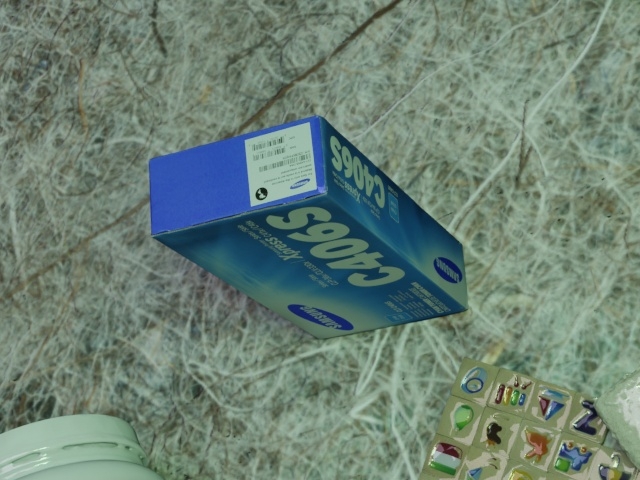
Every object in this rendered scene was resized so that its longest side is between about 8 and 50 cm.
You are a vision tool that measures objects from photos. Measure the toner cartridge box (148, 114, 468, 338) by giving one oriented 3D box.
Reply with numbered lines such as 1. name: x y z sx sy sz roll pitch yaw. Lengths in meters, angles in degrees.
1. toner cartridge box: 0.000 0.000 1.406 0.165 0.348 0.075 -12 68 22

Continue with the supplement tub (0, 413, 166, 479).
1. supplement tub: -0.222 0.352 1.450 0.235 0.235 0.325 -30 62 13

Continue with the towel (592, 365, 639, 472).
1. towel: 0.394 0.130 1.323 0.282 0.049 0.187 -38 72 10

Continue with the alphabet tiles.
1. alphabet tiles: 0.203 0.231 1.422 0.237 0.009 0.198 16 79 29
